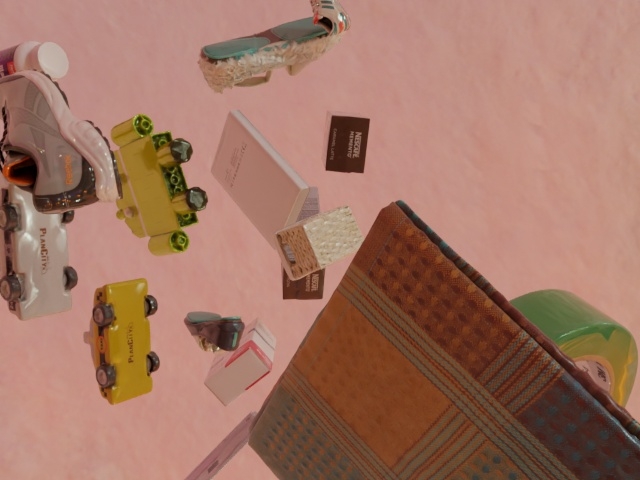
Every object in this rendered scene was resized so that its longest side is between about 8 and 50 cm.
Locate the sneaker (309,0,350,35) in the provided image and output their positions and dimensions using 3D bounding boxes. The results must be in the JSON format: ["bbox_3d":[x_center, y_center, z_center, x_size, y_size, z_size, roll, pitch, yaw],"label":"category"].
[{"bbox_3d":[0.002,-0.580,1.696,0.075,0.057,0.161,-38,90,-31],"label":"sneaker"}]

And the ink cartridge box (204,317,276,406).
[{"bbox_3d":[-0.225,0.345,1.959,0.172,0.237,0.100,-39,100,9],"label":"ink cartridge box"}]

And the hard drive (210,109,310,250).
[{"bbox_3d":[-0.157,-0.151,1.684,0.040,0.307,0.203,-16,144,-41],"label":"hard drive"}]

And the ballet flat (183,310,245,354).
[{"bbox_3d":[-0.189,0.162,1.181,0.074,0.203,0.074,1,87,-30],"label":"ballet flat"}]

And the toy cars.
[{"bbox_3d":[-0.363,0.081,1.003,0.176,0.087,0.394,-60,136,-33],"label":"toy cars"}]

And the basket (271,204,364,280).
[{"bbox_3d":[0.000,0.000,1.449,0.167,0.103,0.113,-26,93,-44],"label":"basket"}]

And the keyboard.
[{"bbox_3d":[-0.211,0.441,1.335,0.256,0.072,0.014,-45,114,-4],"label":"keyboard"}]

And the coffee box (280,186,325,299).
[{"bbox_3d":[-0.057,0.006,1.962,0.118,0.297,0.168,-1,139,-6],"label":"coffee box"}]

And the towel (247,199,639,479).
[{"bbox_3d":[0.078,0.176,0.578,0.271,0.040,0.370,45,135,18],"label":"towel"}]

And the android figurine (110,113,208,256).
[{"bbox_3d":[-0.302,-0.093,1.202,0.056,0.273,0.248,-23,101,-42],"label":"android figurine"}]

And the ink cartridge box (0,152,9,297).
[{"bbox_3d":[-0.877,-0.007,1.757,0.385,0.091,0.308,-27,89,13],"label":"ink cartridge box"}]

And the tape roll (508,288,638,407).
[{"bbox_3d":[0.233,0.212,0.802,0.321,0.077,0.321,-18,128,-25],"label":"tape roll"}]

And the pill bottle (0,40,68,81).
[{"bbox_3d":[-0.661,-0.385,1.525,0.193,0.108,0.108,-5,109,31],"label":"pill bottle"}]

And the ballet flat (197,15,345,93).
[{"bbox_3d":[-0.124,-0.483,1.774,0.409,0.147,0.147,-19,107,-17],"label":"ballet flat"}]

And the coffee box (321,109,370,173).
[{"bbox_3d":[0.061,-0.259,1.762,0.098,0.246,0.141,5,104,-3],"label":"coffee box"}]

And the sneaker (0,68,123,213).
[{"bbox_3d":[-0.341,-0.122,0.805,0.108,0.271,0.100,-26,138,-31],"label":"sneaker"}]
